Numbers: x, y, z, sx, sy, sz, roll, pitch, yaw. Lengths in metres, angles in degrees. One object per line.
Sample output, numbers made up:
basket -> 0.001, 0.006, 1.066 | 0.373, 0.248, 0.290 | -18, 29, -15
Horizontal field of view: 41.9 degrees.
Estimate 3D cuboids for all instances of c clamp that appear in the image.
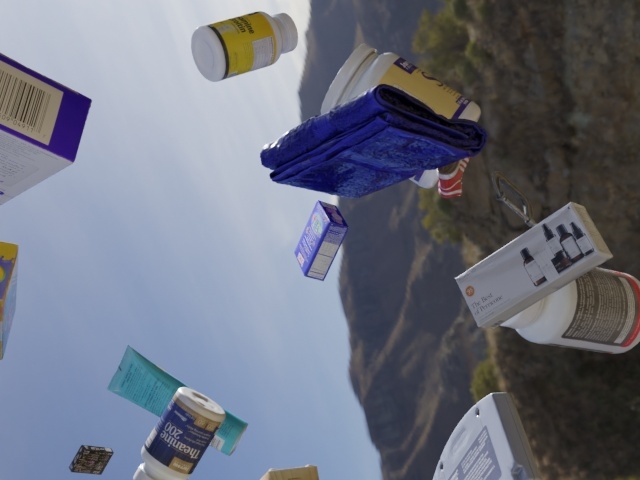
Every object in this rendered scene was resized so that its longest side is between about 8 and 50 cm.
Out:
c clamp -> 0.436, -0.082, 1.862 | 0.161, 0.022, 0.137 | 40, -142, -20

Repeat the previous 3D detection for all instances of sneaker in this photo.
sneaker -> 0.229, -0.119, 1.405 | 0.118, 0.042, 0.067 | -48, -38, -38

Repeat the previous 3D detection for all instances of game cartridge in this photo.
game cartridge -> 0.278, 0.406, 1.446 | 0.196, 0.060, 0.294 | -106, 27, -43

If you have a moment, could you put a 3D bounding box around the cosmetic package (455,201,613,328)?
cosmetic package -> 0.342, 0.044, 1.365 | 0.060, 0.239, 0.098 | 13, -133, -48

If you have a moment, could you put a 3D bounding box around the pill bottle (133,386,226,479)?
pill bottle -> -0.169, 0.240, 0.988 | 0.067, 0.120, 0.067 | 31, 178, 1

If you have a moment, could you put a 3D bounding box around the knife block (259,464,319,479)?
knife block -> -0.045, 0.510, 1.394 | 0.275, 0.088, 0.242 | 122, 143, -59

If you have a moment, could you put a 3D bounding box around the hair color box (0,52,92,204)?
hair color box -> -0.483, -0.141, 1.147 | 0.185, 0.339, 0.110 | 27, -120, -36

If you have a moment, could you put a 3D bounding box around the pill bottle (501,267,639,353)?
pill bottle -> 0.500, 0.130, 1.712 | 0.176, 0.319, 0.176 | -31, 53, 55

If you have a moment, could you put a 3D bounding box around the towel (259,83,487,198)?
towel -> 0.074, -0.133, 1.297 | 0.228, 0.308, 0.076 | 16, -110, -34

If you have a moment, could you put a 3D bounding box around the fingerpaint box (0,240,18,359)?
fingerpaint box -> -0.977, 0.112, 2.024 | 0.371, 0.445, 0.163 | 122, 156, -55

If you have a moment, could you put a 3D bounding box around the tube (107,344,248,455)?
tube -> -0.204, 0.233, 1.192 | 0.080, 0.207, 0.052 | -62, -6, 12

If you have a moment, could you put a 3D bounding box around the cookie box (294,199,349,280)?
cookie box -> 0.000, 0.000, 1.413 | 0.107, 0.040, 0.092 | -65, 23, 20

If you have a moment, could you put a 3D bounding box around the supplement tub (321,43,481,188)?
supplement tub -> 0.193, -0.306, 2.037 | 0.331, 0.241, 0.241 | 33, -174, 6

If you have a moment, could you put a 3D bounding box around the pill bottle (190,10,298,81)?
pill bottle -> -0.136, -0.360, 1.527 | 0.103, 0.184, 0.103 | 34, 137, 39

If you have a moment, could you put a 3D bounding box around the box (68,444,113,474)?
box -> -0.537, 0.515, 1.959 | 0.083, 0.067, 0.018 | 21, -167, -44
